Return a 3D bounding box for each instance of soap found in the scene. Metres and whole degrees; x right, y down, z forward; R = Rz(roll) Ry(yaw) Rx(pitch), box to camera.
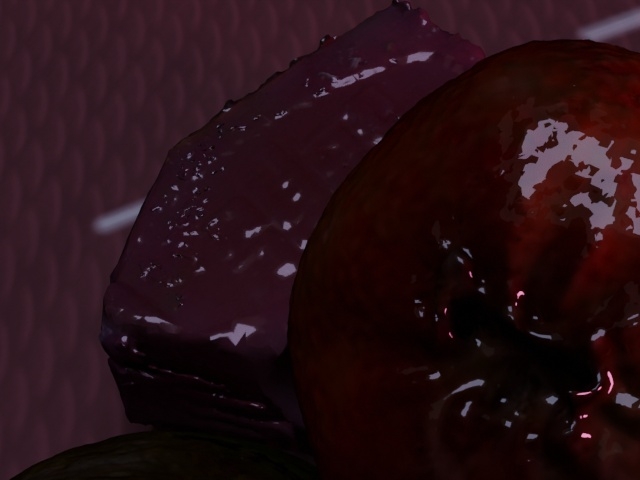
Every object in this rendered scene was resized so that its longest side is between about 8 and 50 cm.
[{"bbox_3d":[0.000,0.000,0.889,0.289,0.112,0.182,-38,45,-20],"label":"soap"}]

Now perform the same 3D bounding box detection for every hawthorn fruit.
[{"bbox_3d":[0.136,0.043,0.733,0.265,0.265,0.307,20,8,28],"label":"hawthorn fruit"}]

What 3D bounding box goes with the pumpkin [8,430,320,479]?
[{"bbox_3d":[-0.037,0.150,0.724,0.169,0.148,0.312,-40,54,-22],"label":"pumpkin"}]
